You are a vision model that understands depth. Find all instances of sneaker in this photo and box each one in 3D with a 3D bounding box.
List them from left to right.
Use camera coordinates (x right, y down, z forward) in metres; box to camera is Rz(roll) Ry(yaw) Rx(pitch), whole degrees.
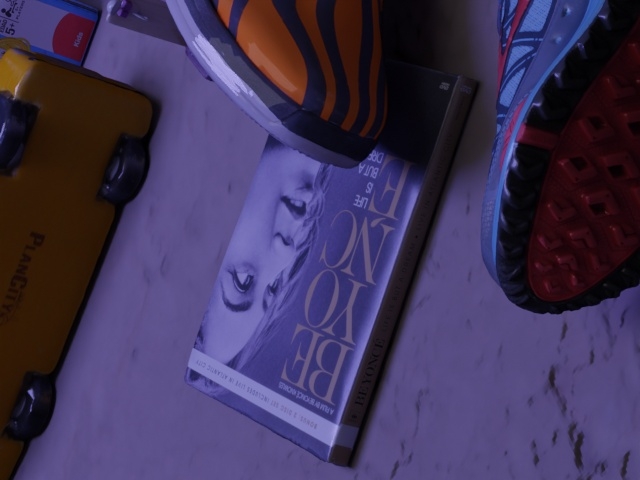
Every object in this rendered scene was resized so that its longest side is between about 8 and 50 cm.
[{"bbox_3d":[0.006,-0.197,1.041,0.180,0.125,0.321,-44,42,28],"label":"sneaker"},{"bbox_3d":[0.135,-0.090,0.884,0.262,0.104,0.125,-71,18,-4],"label":"sneaker"}]

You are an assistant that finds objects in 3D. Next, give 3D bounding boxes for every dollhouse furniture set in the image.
[{"bbox_3d":[-0.093,-0.181,1.219,0.114,0.081,0.091,-59,37,18],"label":"dollhouse furniture set"}]

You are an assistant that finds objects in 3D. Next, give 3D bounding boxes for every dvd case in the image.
[{"bbox_3d":[0.000,0.000,1.073,0.164,0.018,0.221,22,94,55],"label":"dvd case"}]

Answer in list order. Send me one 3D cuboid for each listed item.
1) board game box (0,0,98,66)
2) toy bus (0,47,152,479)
[{"bbox_3d":[-0.323,-0.078,1.486,0.302,0.086,0.308,28,99,55],"label":"board game box"},{"bbox_3d":[-0.235,0.030,1.304,0.130,0.108,0.332,34,104,55],"label":"toy bus"}]
